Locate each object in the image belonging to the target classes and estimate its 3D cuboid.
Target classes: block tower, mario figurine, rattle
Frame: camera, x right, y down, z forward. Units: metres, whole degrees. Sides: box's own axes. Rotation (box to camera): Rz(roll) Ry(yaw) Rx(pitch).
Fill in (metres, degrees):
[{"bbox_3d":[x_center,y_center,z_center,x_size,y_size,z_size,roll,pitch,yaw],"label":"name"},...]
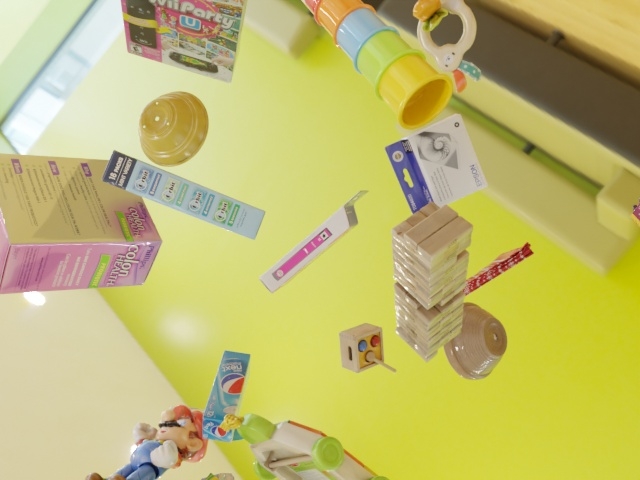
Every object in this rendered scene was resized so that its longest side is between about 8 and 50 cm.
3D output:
[{"bbox_3d":[0.186,0.077,1.054,0.091,0.097,0.335,45,158,33],"label":"block tower"},{"bbox_3d":[-0.392,0.473,1.435,0.198,0.170,0.320,26,-154,21],"label":"mario figurine"},{"bbox_3d":[0.271,-0.408,1.297,0.143,0.130,0.199,-69,-33,-77],"label":"rattle"}]

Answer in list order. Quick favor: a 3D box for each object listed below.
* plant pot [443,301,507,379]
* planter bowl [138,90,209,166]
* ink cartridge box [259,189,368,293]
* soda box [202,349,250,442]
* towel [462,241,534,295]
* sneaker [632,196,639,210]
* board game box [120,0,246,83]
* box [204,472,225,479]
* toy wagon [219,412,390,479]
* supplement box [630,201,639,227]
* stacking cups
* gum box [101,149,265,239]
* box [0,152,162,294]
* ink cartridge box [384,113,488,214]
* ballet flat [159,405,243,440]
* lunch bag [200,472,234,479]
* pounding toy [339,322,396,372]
[{"bbox_3d":[0.484,0.297,1.867,0.237,0.237,0.110,39,144,-23],"label":"plant pot"},{"bbox_3d":[-0.417,-0.314,1.659,0.217,0.217,0.090,42,-175,20],"label":"planter bowl"},{"bbox_3d":[0.000,0.000,1.724,0.069,0.371,0.176,48,-169,4],"label":"ink cartridge box"},{"bbox_3d":[-0.210,0.350,1.405,0.067,0.071,0.210,8,-147,1],"label":"soda box"},{"bbox_3d":[0.349,0.097,1.437,0.031,0.275,0.199,59,171,7],"label":"towel"},{"bbox_3d":[0.645,-0.134,1.106,0.098,0.223,0.083,7,-146,1],"label":"sneaker"},{"bbox_3d":[-0.251,-0.437,1.148,0.224,0.097,0.303,14,160,-8],"label":"board game box"},{"bbox_3d":[-0.281,0.595,1.371,0.043,0.105,0.179,37,-151,10],"label":"box"},{"bbox_3d":[-0.029,0.411,1.140,0.344,0.068,0.267,41,143,-9],"label":"toy wagon"},{"bbox_3d":[0.406,-0.047,0.708,0.083,0.055,0.043,96,152,-51],"label":"supplement box"},{"bbox_3d":[0.066,-0.299,0.942,0.316,0.096,0.096,52,-171,29],"label":"stacking cups"},{"bbox_3d":[-0.174,-0.058,0.775,0.184,0.041,0.157,21,180,-18],"label":"gum box"},{"bbox_3d":[-0.430,-0.032,1.050,0.243,0.117,0.213,-2,-133,-40],"label":"box"},{"bbox_3d":[0.322,-0.206,1.715,0.045,0.224,0.223,-107,-8,-77],"label":"ink cartridge box"},{"bbox_3d":[-0.294,0.468,1.612,0.249,0.086,0.086,2,178,8],"label":"ballet flat"},{"bbox_3d":[-0.254,0.627,1.556,0.071,0.083,0.053,-110,13,-45],"label":"lunch bag"},{"bbox_3d":[0.140,0.328,1.814,0.130,0.141,0.100,-13,-166,-37],"label":"pounding toy"}]
